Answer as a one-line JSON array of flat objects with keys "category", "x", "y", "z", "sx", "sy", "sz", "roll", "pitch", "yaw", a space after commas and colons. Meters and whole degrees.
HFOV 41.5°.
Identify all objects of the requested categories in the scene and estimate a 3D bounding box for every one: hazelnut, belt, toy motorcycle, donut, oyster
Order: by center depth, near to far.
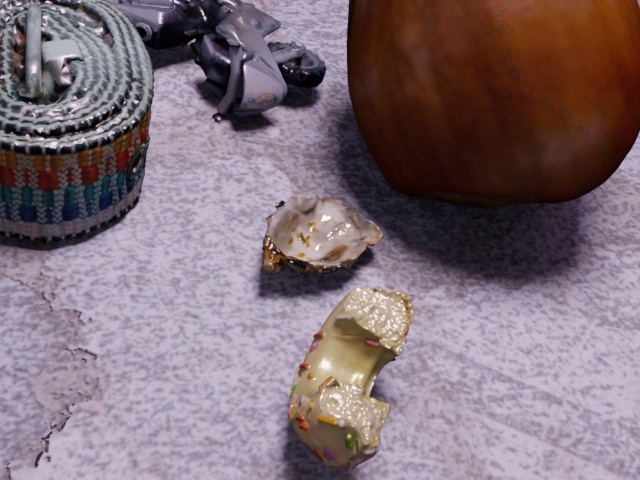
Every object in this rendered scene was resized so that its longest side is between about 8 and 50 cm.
[{"category": "donut", "x": 0.017, "y": 0.117, "z": 0.711, "sx": 0.065, "sy": 0.108, "sz": 0.166, "roll": 31, "pitch": 46, "yaw": -14}, {"category": "oyster", "x": -0.010, "y": 0.001, "z": 0.858, "sx": 0.148, "sy": 0.051, "sz": 0.103, "roll": -12, "pitch": 47, "yaw": -44}, {"category": "belt", "x": -0.275, "y": -0.152, "z": 0.859, "sx": 0.206, "sy": 0.161, "sz": 0.295, "roll": 2, "pitch": 47, "yaw": -13}, {"category": "hazelnut", "x": 0.181, "y": -0.201, "z": 0.899, "sx": 0.365, "sy": 0.366, "sz": 0.366, "roll": 7, "pitch": 46, "yaw": -8}, {"category": "toy motorcycle", "x": -0.129, "y": -0.229, "z": 1.013, "sx": 0.270, "sy": 0.106, "sz": 0.159, "roll": 21, "pitch": 40, "yaw": 1}]
